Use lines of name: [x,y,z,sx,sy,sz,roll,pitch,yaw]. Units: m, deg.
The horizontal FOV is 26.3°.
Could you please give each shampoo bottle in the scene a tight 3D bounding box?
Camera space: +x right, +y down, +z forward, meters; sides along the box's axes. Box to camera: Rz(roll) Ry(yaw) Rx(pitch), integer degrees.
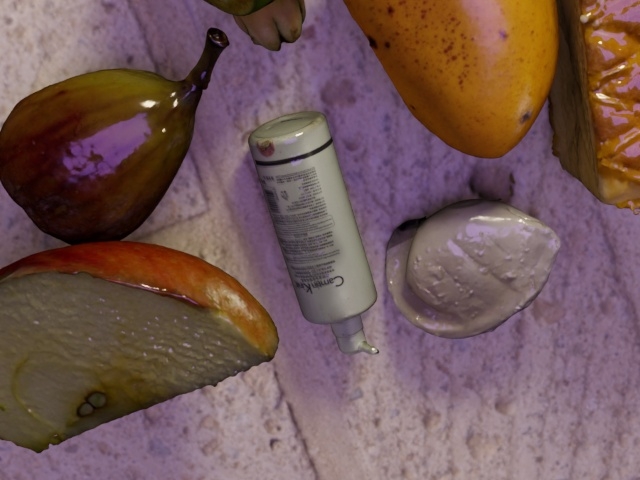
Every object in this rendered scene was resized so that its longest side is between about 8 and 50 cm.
shampoo bottle: [0.000,0.000,1.433,0.085,0.085,0.262,-17,109,0]

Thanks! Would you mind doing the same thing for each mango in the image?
mango: [0.131,-0.220,1.317,0.191,0.160,0.290,-24,97,16]

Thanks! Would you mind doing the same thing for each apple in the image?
apple: [-0.214,0.092,1.347,0.346,0.254,0.179,-22,80,27]

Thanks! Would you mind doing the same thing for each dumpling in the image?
dumpling: [0.160,0.029,1.453,0.176,0.092,0.150,-7,106,-2]

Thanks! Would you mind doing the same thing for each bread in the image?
bread: [0.365,-0.193,1.344,0.279,0.207,0.279,-7,109,-5]

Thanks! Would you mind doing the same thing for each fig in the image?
fig: [-0.187,-0.114,1.336,0.274,0.145,0.170,-36,109,21]

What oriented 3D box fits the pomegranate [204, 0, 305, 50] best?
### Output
pomegranate: [-0.056,-0.299,1.283,0.159,0.190,0.241,-41,108,-18]
